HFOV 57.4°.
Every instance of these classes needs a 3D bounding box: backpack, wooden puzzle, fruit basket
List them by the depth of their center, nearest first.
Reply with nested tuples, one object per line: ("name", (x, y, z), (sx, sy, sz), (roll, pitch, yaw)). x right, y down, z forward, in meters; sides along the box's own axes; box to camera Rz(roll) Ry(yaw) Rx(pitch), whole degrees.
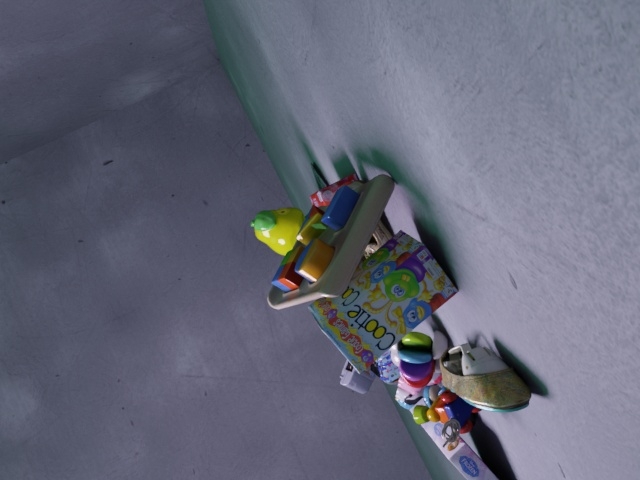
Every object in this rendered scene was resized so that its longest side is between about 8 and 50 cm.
("wooden puzzle", (0.000, 0.000, 1.394), (0.080, 0.322, 0.347), (36, 156, -19))
("fruit basket", (-0.050, -0.029, 2.116), (0.392, 0.283, 0.392), (46, 177, 3))
("backpack", (0.260, 0.419, 2.196), (0.117, 0.158, 0.173), (35, 140, 61))

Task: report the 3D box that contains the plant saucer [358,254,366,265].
("plant saucer", (0.155, 0.147, 1.697), (0.311, 0.050, 0.310), (58, -172, -13))

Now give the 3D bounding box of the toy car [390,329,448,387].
("toy car", (0.258, 0.319, 1.563), (0.182, 0.159, 0.136), (71, -150, -49))

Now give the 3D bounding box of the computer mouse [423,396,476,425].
("computer mouse", (0.359, 0.461, 1.593), (0.242, 0.041, 0.071), (29, -139, -41))

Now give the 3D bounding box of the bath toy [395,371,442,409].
("bath toy", (0.320, 0.436, 1.842), (0.129, 0.151, 0.348), (21, 155, 17))

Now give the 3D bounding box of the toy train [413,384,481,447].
("toy train", (0.281, 0.416, 1.401), (0.143, 0.248, 0.105), (-22, 97, 40))

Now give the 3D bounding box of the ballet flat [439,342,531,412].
("ballet flat", (0.322, 0.271, 1.210), (0.123, 0.123, 0.348), (63, 174, 4))

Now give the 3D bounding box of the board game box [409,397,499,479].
("board game box", (0.425, 0.638, 1.689), (0.318, 0.066, 0.318), (49, 177, -13))

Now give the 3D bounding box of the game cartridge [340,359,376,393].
("game cartridge", (0.184, 0.440, 2.268), (0.062, 0.297, 0.198), (14, 164, 39))

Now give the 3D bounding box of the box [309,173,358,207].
("box", (0.057, -0.110, 1.760), (0.128, 0.122, 0.257), (64, 174, -3))

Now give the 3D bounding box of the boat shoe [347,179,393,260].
("boat shoe", (0.124, -0.018, 1.586), (0.104, 0.089, 0.285), (-19, 97, 53))

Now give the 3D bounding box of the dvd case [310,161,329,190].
("dvd case", (0.028, -0.179, 2.242), (0.221, 0.018, 0.165), (59, 173, 37))

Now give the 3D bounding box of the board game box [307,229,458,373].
("board game box", (0.133, 0.130, 1.280), (0.144, 0.275, 0.142), (51, 179, -19))

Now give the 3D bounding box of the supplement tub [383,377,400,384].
("supplement tub", (0.295, 0.518, 2.438), (0.117, 0.117, 0.190), (60, 174, 33))
